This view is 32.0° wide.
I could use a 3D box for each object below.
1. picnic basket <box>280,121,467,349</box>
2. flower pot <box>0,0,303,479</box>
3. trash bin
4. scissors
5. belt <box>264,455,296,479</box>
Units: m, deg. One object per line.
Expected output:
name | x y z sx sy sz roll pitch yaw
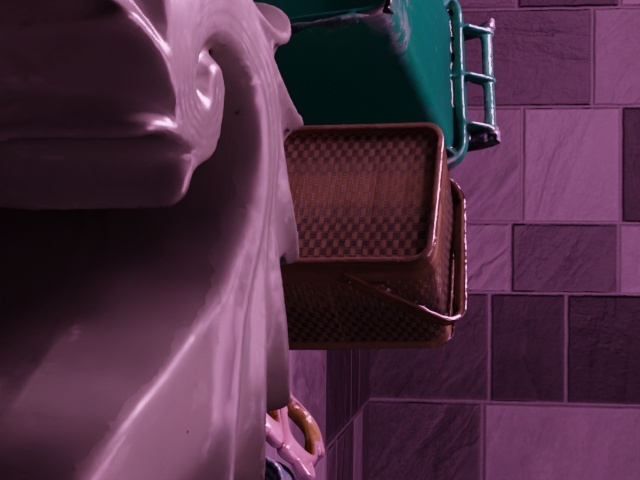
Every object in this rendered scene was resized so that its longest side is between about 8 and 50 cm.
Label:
picnic basket | 0.000 0.000 1.013 0.139 0.267 0.165 73 21 -50
flower pot | -0.109 0.014 0.555 0.254 0.165 0.367 32 58 -75
trash bin | 0.045 -0.236 1.297 0.381 0.295 0.259 53 35 -67
scissors | -0.054 0.160 1.295 0.160 0.024 0.317 46 12 -21
belt | -0.072 0.371 1.139 0.072 0.087 0.302 71 21 -71
